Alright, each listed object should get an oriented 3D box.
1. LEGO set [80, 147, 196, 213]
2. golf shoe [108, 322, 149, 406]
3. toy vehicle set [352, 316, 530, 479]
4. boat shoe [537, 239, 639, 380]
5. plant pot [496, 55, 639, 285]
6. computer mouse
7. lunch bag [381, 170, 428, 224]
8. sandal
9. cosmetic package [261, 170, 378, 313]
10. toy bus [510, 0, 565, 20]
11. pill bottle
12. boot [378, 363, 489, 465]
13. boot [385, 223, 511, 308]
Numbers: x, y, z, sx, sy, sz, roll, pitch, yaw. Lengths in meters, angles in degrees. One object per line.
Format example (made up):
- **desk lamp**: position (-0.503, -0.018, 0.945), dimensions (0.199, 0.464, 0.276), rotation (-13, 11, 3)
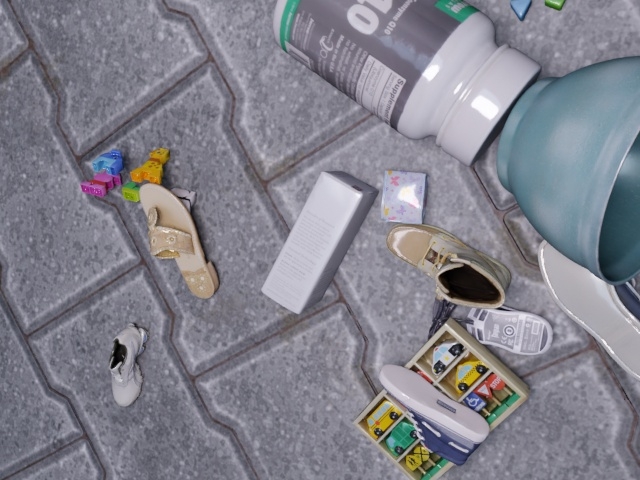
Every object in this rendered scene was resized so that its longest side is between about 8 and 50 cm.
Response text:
- **LEGO set**: position (-0.333, -0.128, 1.174), dimensions (0.227, 0.093, 0.087), rotation (14, 132, 13)
- **golf shoe**: position (-0.396, 0.254, 1.233), dimensions (0.069, 0.086, 0.176), rotation (12, 102, 16)
- **toy vehicle set**: position (0.192, 0.275, 1.031), dimensions (0.166, 0.035, 0.267), rotation (41, 117, 10)
- **boat shoe**: position (0.427, 0.090, 0.924), dimensions (0.254, 0.079, 0.095), rotation (49, 125, 17)
- **plant pot**: position (0.367, -0.114, 0.839), dimensions (0.196, 0.293, 0.293), rotation (32, 107, 41)
- **computer mouse**: position (0.275, 0.138, 1.008), dimensions (0.192, 0.042, 0.106), rotation (12, 95, 24)
- **lunch bag**: position (0.138, -0.070, 1.024), dimensions (0.071, 0.053, 0.083), rotation (5, 88, 17)
- **sandal**: position (-0.266, 0.014, 1.120), dimensions (0.088, 0.079, 0.240), rotation (-16, 111, 28)
- **cosmetic package**: position (0.000, 0.000, 1.047), dimensions (0.085, 0.117, 0.231), rotation (30, 104, 13)
- **toy bus**: position (0.308, -0.445, 0.892), dimensions (0.191, 0.104, 0.202), rotation (41, 108, 10)
- **pill bottle**: position (0.124, -0.281, 0.924), dimensions (0.361, 0.204, 0.204), rotation (37, 107, 11)
- **boot**: position (0.163, 0.279, 0.985), dimensions (0.190, 0.069, 0.086), rotation (32, 120, 14)
- **boot**: position (0.187, 0.036, 0.958), dimensions (0.213, 0.165, 0.077), rotation (25, 104, 15)
